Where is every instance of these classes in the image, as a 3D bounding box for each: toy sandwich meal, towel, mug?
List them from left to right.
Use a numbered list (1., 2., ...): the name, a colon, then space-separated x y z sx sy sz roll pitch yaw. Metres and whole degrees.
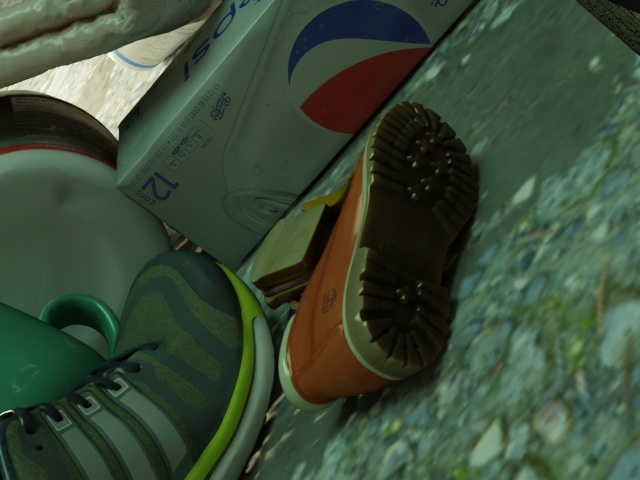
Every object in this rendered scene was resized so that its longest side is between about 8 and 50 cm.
1. mug: -0.160 0.098 0.899 0.157 0.097 0.129 -63 -19 -8
2. towel: -0.168 -0.147 1.119 0.317 0.053 0.332 -15 13 28
3. toy sandwich meal: 0.000 0.000 0.843 0.085 0.029 0.085 -45 22 23

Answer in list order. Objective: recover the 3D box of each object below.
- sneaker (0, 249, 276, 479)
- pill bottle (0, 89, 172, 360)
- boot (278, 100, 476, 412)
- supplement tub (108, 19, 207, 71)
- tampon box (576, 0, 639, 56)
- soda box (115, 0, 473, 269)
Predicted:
1. sneaker: -0.108 0.103 0.780 0.111 0.121 0.300 -38 25 36
2. pill bottle: -0.195 -0.010 1.101 0.161 0.161 0.283 -52 20 4
3. boot: 0.021 0.006 0.752 0.085 0.059 0.158 -40 25 45
4. supplement tub: -0.138 -0.198 1.416 0.107 0.071 0.071 -35 27 44
5. tampon box: 0.159 -0.109 0.560 0.120 0.101 0.161 -52 21 6
6. soda box: 0.002 -0.125 0.953 0.286 0.091 0.098 -48 21 16
